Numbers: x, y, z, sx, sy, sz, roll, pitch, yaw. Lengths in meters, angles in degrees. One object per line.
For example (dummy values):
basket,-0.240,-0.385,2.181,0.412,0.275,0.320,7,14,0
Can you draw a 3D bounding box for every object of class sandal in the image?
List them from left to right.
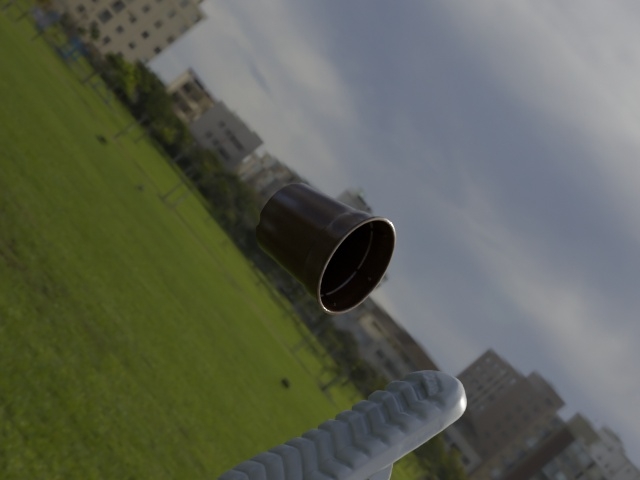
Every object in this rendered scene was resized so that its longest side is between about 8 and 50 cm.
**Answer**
sandal,0.017,0.305,1.289,0.102,0.416,0.169,66,-12,-17

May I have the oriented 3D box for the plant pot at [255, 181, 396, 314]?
plant pot,0.000,0.000,1.559,0.165,0.167,0.167,35,-11,33
